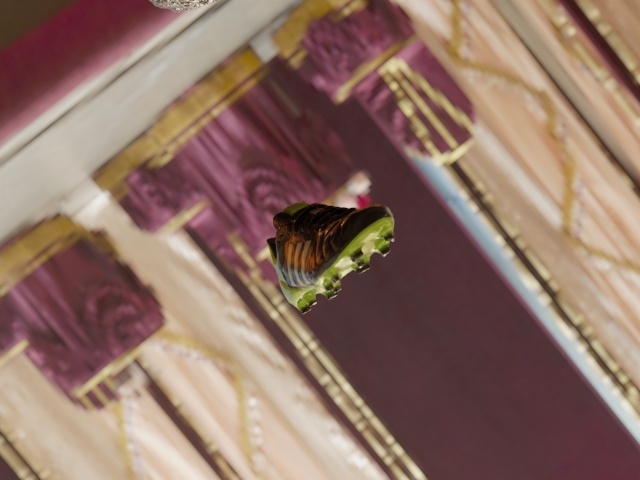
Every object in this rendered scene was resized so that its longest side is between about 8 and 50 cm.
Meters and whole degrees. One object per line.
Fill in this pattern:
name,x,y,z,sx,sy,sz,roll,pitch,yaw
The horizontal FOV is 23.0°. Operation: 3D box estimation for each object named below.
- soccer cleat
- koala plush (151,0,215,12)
soccer cleat,0.000,0.000,1.132,0.060,0.072,0.179,-28,174,-24
koala plush,-0.105,-0.305,1.475,0.196,0.203,0.221,-4,-163,-22
